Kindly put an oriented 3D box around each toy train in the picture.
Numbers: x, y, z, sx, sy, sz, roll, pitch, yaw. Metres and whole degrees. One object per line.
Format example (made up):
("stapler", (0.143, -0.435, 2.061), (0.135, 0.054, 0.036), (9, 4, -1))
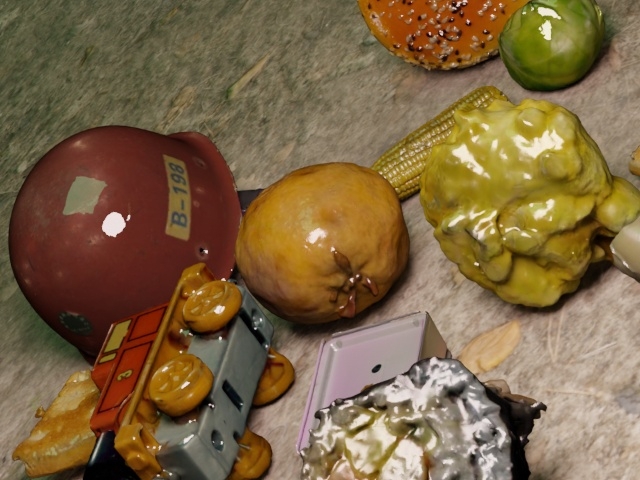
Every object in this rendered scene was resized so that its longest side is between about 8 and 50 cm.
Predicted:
("toy train", (-0.172, 0.181, 1.889), (0.231, 0.163, 0.369), (-21, 30, 27))

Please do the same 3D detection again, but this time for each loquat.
("loquat", (0.000, 0.000, 1.954), (0.238, 0.193, 0.238), (-14, 28, 8))

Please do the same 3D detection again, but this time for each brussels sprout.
("brussels sprout", (0.324, -0.271, 2.128), (0.149, 0.122, 0.151), (-26, -5, 1))

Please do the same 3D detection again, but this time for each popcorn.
("popcorn", (0.246, -0.049, 1.783), (0.266, 0.233, 0.192), (18, 18, 11))

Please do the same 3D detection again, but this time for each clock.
("clock", (0.062, 0.179, 1.759), (0.147, 0.071, 0.192), (-18, 33, 24))

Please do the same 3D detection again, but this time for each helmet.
("helmet", (-0.305, -0.029, 2.151), (0.337, 0.230, 0.385), (-22, 54, 33))

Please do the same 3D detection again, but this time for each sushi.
("sushi", (0.103, 0.242, 1.529), (0.238, 0.219, 0.225), (0, 73, 4))

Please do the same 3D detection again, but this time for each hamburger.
("hamburger", (0.189, -0.388, 2.263), (0.300, 0.300, 0.176), (-18, 16, 24))

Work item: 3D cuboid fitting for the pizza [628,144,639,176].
("pizza", (0.453, -0.119, 1.855), (0.178, 0.041, 0.131), (-20, 35, 22))

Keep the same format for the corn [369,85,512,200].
("corn", (0.160, -0.128, 2.109), (0.231, 0.080, 0.080), (-33, 30, -2))

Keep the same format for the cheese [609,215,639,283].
("cheese", (0.409, -0.015, 1.658), (0.202, 0.091, 0.175), (-29, 47, -8))

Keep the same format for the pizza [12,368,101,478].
("pizza", (-0.317, 0.239, 2.041), (0.154, 0.069, 0.194), (-26, 24, 12))

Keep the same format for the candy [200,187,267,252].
("candy", (-0.187, -0.022, 2.273), (0.312, 0.088, 0.061), (-5, 39, 39))
